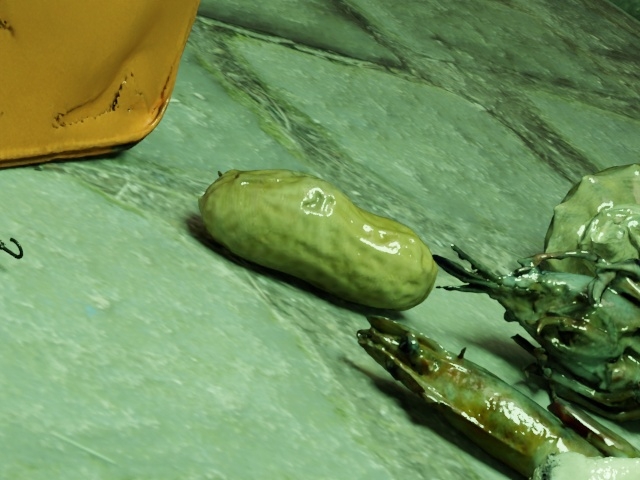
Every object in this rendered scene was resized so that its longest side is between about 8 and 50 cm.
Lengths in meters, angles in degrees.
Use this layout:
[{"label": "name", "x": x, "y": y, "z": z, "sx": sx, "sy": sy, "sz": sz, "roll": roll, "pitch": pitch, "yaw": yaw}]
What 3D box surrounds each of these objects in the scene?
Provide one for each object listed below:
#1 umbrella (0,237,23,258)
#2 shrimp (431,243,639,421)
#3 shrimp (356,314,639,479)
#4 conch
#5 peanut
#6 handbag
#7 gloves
[{"label": "umbrella", "x": -0.257, "y": -0.012, "z": 1.306, "sx": 0.122, "sy": 0.022, "sz": 0.013, "roll": 27, "pitch": 42, "yaw": 34}, {"label": "shrimp", "x": 0.267, "y": 0.069, "z": 1.553, "sx": 0.372, "sy": 0.172, "sz": 0.137, "roll": 22, "pitch": 24, "yaw": -36}, {"label": "shrimp", "x": 0.166, "y": 0.141, "z": 1.417, "sx": 0.296, "sy": 0.058, "sz": 0.169, "roll": 36, "pitch": 15, "yaw": 10}, {"label": "conch", "x": 0.349, "y": 0.009, "z": 1.831, "sx": 0.210, "sy": 0.159, "sz": 0.291, "roll": 34, "pitch": 18, "yaw": 22}, {"label": "peanut", "x": 0.000, "y": 0.000, "z": 1.516, "sx": 0.214, "sy": 0.099, "sz": 0.099, "roll": 29, "pitch": 18, "yaw": -11}, {"label": "handbag", "x": -0.233, "y": -0.210, "z": 1.413, "sx": 0.116, "sy": 0.303, "sz": 0.410, "roll": 29, "pitch": 19, "yaw": 22}, {"label": "gloves", "x": 0.215, "y": 0.207, "z": 1.269, "sx": 0.153, "sy": 0.070, "sz": 0.114, "roll": 14, "pitch": 50, "yaw": -24}]
